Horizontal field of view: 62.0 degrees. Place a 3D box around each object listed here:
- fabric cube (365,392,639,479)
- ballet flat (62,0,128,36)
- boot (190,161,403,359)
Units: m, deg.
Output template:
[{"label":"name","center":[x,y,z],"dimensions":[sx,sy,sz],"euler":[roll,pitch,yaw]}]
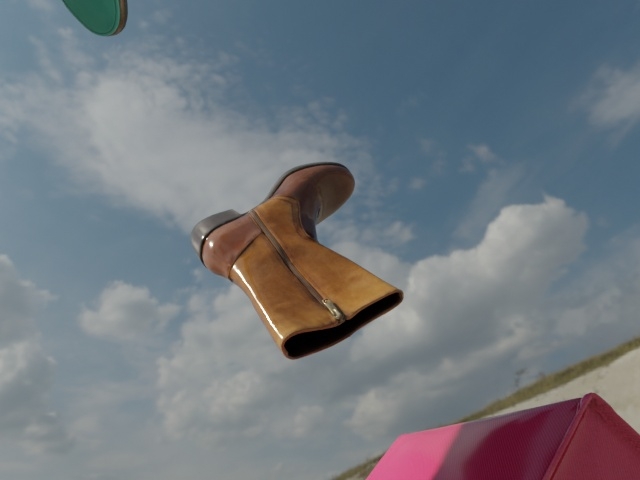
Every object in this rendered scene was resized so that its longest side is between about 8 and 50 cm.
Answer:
[{"label":"fabric cube","center":[0.124,0.291,0.328],"dimensions":[0.254,0.259,0.258],"euler":[-43,-6,-30]},{"label":"ballet flat","center":[-0.317,-0.396,0.649],"dimensions":[0.095,0.096,0.281],"euler":[-16,-53,15]},{"label":"boot","center":[0.000,0.000,0.660],"dimensions":[0.264,0.280,0.096],"euler":[-21,-58,-27]}]
